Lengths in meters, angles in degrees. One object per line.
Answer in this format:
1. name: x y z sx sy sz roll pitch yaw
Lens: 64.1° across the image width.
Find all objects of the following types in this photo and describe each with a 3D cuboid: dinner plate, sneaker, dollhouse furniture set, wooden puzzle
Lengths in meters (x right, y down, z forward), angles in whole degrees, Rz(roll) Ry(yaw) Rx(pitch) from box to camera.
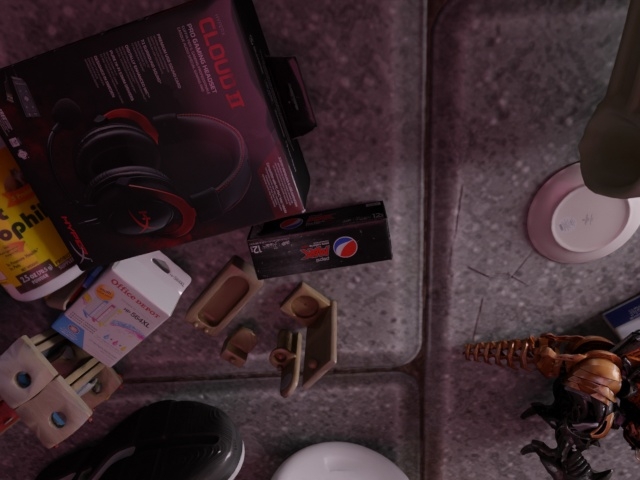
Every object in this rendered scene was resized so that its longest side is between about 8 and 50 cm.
1. dinner plate: 0.326 -0.030 0.623 0.141 0.017 0.141 1 118 2
2. sneaker: -0.244 0.412 0.813 0.447 0.169 0.257 -28 123 24
3. dollhouse furniture set: -0.082 0.119 0.650 0.151 0.123 0.144 36 113 -17
4. wooden puzzle: -0.309 0.053 0.640 0.014 0.116 0.079 44 67 -34
5. dollhouse furniture set: -0.383 0.215 0.661 0.183 0.129 0.129 -38 94 -1

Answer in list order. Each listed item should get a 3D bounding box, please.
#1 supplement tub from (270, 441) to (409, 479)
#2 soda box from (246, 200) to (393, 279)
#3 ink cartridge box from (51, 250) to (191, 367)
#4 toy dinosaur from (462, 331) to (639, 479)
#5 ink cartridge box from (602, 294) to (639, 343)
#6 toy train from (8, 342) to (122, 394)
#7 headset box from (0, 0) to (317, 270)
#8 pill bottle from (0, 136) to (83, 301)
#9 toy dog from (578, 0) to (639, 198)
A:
1. supplement tub: 0.013 0.511 0.792 0.240 0.241 0.332 8 118 -3
2. soda box: 0.000 0.000 0.624 0.168 0.053 0.060 -9 118 7
3. ink cartridge box: -0.244 0.071 0.647 0.143 0.090 0.092 -39 111 20
4. toy dinosaur: 0.365 0.199 0.679 0.321 0.164 0.219 28 123 36
5. ink cartridge box: 0.533 0.129 0.685 0.223 0.045 0.224 -35 112 18
6. toy train: -0.380 0.201 0.745 0.166 0.046 0.125 -10 118 7
7. headset box: -0.153 -0.115 0.534 0.293 0.110 0.218 -14 116 9
8. pill bottle: -0.354 -0.046 0.572 0.117 0.117 0.215 -22 116 12
9. toy dog: 0.470 -0.142 0.362 0.407 0.395 0.285 4 106 7
